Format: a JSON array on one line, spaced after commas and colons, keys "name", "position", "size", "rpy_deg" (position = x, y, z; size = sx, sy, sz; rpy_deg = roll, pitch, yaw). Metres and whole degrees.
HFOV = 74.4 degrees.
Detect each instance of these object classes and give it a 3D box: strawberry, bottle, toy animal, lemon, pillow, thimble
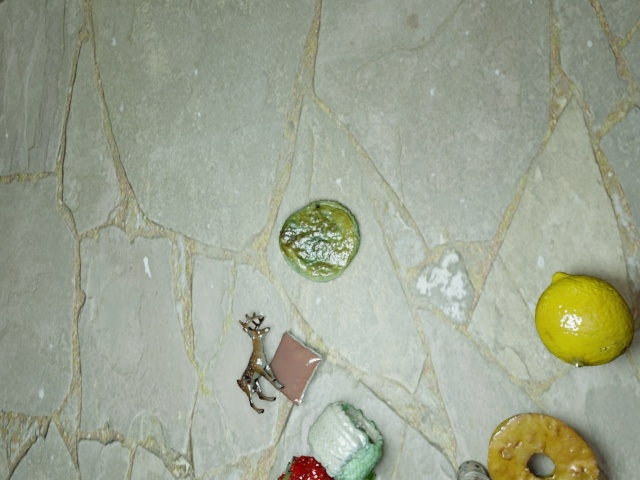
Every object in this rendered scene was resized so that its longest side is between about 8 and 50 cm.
[{"name": "strawberry", "position": [-0.034, 0.744, 1.265], "size": [0.202, 0.184, 0.186], "rpy_deg": [22, 82, -15]}, {"name": "bottle", "position": [0.433, 0.685, 1.170], "size": [0.099, 0.152, 0.098], "rpy_deg": [-1, 82, 11]}, {"name": "toy animal", "position": [-0.214, 0.390, 1.357], "size": [0.260, 0.087, 0.243], "rpy_deg": [39, 103, 40]}, {"name": "lemon", "position": [0.706, 0.208, 1.141], "size": [0.228, 0.228, 0.253], "rpy_deg": [-3, 81, 12]}, {"name": "pillow", "position": [-0.087, 0.407, 1.355], "size": [0.171, 0.075, 0.179], "rpy_deg": [28, 96, 32]}, {"name": "thimble", "position": [0.075, 0.584, 1.229], "size": [0.219, 0.219, 0.150], "rpy_deg": [39, 91, 14]}]

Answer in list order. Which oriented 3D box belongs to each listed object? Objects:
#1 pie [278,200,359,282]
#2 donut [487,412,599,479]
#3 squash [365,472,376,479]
[{"name": "pie", "position": [0.000, 0.000, 1.398], "size": [0.277, 0.078, 0.277], "rpy_deg": [-1, 84, 11]}, {"name": "donut", "position": [0.599, 0.608, 1.166], "size": [0.278, 0.108, 0.277], "rpy_deg": [-2, 82, 12]}, {"name": "squash", "position": [0.093, 0.776, 1.236], "size": [0.068, 0.077, 0.219], "rpy_deg": [20, 49, 35]}]
